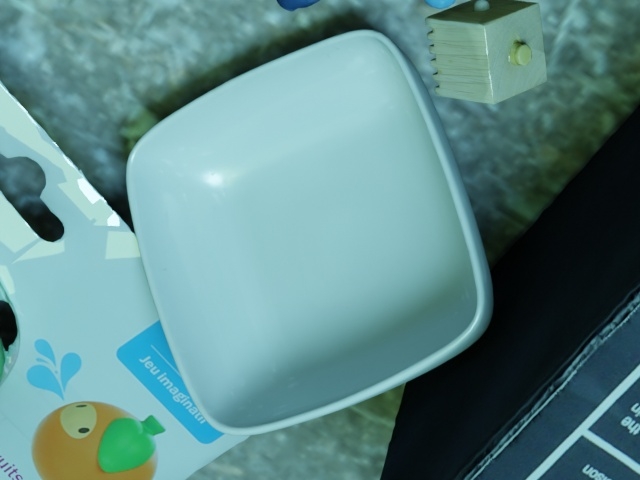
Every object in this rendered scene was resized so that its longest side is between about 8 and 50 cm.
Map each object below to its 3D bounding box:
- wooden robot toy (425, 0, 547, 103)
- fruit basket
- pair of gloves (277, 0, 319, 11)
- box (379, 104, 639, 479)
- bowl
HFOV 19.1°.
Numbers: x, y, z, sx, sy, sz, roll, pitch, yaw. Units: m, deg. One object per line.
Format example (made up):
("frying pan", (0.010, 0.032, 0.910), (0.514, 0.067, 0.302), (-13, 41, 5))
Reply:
("wooden robot toy", (0.023, -0.129, 0.611), (0.079, 0.076, 0.173), (12, 135, 48))
("fruit basket", (-0.248, 0.059, 0.828), (0.353, 0.165, 0.327), (-32, 110, 23))
("pair of gloves", (-0.056, -0.156, 0.666), (0.023, 0.159, 0.198), (-39, 110, 0))
("box", (0.220, 0.075, 0.729), (0.296, 0.183, 0.294), (35, 120, -8))
("bowl", (0.000, 0.000, 0.778), (0.142, 0.053, 0.142), (-24, 76, 23))
